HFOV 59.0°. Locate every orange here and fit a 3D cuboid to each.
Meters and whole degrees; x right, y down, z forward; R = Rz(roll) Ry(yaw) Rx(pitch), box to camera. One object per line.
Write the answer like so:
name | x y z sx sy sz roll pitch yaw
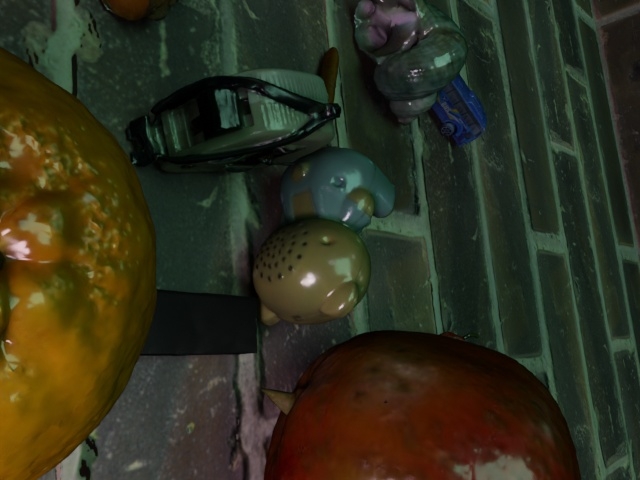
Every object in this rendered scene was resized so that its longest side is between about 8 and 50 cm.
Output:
orange | -0.269 0.018 0.362 0.341 0.293 0.340 21 63 -48

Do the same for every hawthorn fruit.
hawthorn fruit | 0.096 0.290 0.729 0.403 0.403 0.402 15 69 -43

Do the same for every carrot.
carrot | -0.199 -0.391 0.792 0.102 0.102 0.263 56 40 -20
carrot | 0.005 -0.249 0.995 0.043 0.043 0.247 32 56 -37

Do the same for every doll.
doll | 0.000 0.000 0.822 0.161 0.177 0.260 41 51 -41

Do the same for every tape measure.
tape measure | -0.096 -0.147 0.744 0.235 0.207 0.115 -11 90 -49

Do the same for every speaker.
speaker | -0.176 0.103 0.707 0.218 0.044 0.082 10 72 -45

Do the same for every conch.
conch | 0.176 -0.364 1.114 0.195 0.221 0.277 -69 156 -63

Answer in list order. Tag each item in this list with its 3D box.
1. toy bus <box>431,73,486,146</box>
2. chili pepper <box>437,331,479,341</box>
toy bus | 0.288 -0.319 1.267 0.236 0.094 0.079 45 51 -29
chili pepper | 0.208 0.225 1.061 0.272 0.063 0.071 -18 91 -36
